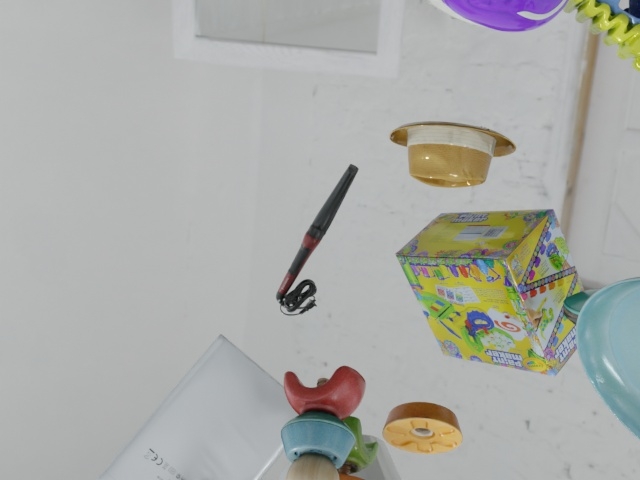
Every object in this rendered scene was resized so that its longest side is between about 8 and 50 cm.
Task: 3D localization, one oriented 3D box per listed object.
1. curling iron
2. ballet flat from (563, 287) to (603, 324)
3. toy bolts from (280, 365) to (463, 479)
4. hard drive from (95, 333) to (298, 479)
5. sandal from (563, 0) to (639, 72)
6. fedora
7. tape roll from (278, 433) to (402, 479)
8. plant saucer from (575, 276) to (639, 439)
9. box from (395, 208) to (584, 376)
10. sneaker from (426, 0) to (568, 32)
[{"bbox_3d":[0.000,0.000,1.140,0.068,0.274,0.035,22,-177,-15],"label":"curling iron"},{"bbox_3d":[0.444,0.116,0.969,0.095,0.096,0.280,-24,178,-13],"label":"ballet flat"},{"bbox_3d":[0.049,0.271,0.826,0.218,0.228,0.158,-14,-136,25],"label":"toy bolts"},{"bbox_3d":[-0.214,0.384,1.274,0.233,0.353,0.047,40,173,2],"label":"hard drive"},{"bbox_3d":[0.447,-0.381,1.025,0.317,0.138,0.126,37,-164,-7],"label":"sandal"},{"bbox_3d":[0.198,-0.126,1.051,0.194,0.079,0.194,8,175,1],"label":"fedora"},{"bbox_3d":[0.052,0.524,1.345,0.246,0.246,0.169,0,-140,-25],"label":"tape roll"},{"bbox_3d":[0.442,0.162,0.771,0.044,0.317,0.318,-37,-148,-26],"label":"plant saucer"},{"bbox_3d":[0.356,0.099,1.407,0.177,0.279,0.290,-39,-157,-30],"label":"box"},{"bbox_3d":[0.098,-0.193,0.348,0.146,0.102,0.293,40,-177,40],"label":"sneaker"}]
